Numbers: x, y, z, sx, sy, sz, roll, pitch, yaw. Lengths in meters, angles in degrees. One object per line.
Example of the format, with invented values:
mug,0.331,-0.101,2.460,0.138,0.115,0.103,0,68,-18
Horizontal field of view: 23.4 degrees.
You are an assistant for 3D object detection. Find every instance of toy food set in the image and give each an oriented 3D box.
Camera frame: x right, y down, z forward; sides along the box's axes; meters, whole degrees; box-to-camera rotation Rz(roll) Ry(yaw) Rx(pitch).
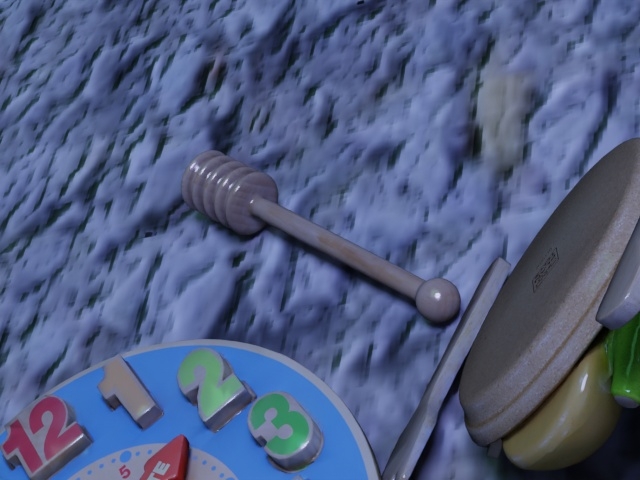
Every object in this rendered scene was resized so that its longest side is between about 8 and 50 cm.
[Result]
toy food set,0.089,0.024,0.519,0.132,0.038,0.192,-59,4,-31

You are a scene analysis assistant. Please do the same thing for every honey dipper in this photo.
honey dipper,0.000,0.000,0.664,0.160,0.030,0.030,28,67,40

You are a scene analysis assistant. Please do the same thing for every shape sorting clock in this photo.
shape sorting clock,-0.073,0.123,0.570,0.206,0.040,0.206,-18,43,18
